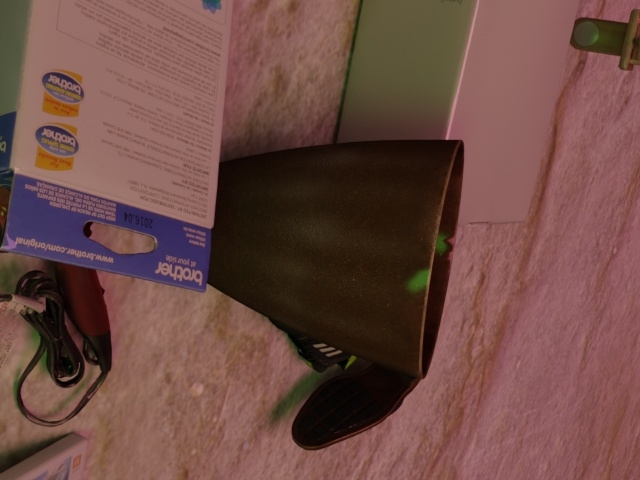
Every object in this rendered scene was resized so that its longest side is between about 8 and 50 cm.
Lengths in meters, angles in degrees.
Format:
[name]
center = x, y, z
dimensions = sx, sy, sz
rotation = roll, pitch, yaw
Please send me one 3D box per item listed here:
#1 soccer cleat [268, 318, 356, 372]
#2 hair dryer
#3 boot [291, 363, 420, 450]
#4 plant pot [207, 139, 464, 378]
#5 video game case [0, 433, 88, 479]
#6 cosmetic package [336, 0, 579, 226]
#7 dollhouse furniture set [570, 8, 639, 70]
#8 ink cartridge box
[soccer cleat]
center = -0.005, 0.114, 1.017
dimensions = 0.179, 0.060, 0.072
rotation = 23, 102, -51
[hair dryer]
center = -0.217, 0.008, 0.737
dimensions = 0.293, 0.080, 0.223
rotation = -58, 156, -4
[boot]
center = 0.048, 0.210, 1.082
dimensions = 0.219, 0.082, 0.106
rotation = -29, 148, -33
[plant pot]
center = 0.000, 0.000, 0.814
dimensions = 0.215, 0.230, 0.215
rotation = 9, 90, -78
[video game case]
center = -0.274, 0.283, 0.756
dimensions = 0.201, 0.023, 0.183
rotation = -22, 125, -67
[cosmetic package]
center = 0.159, -0.215, 0.979
dimensions = 0.217, 0.156, 0.385
rotation = 0, 108, -48
[dollhouse furniture set]
center = 0.333, -0.354, 1.033
dimensions = 0.355, 0.174, 0.303
rotation = -19, 121, -59
[ink cartridge box]
center = -0.152, -0.126, 0.660
dimensions = 0.186, 0.065, 0.311
rotation = 17, 70, -50
